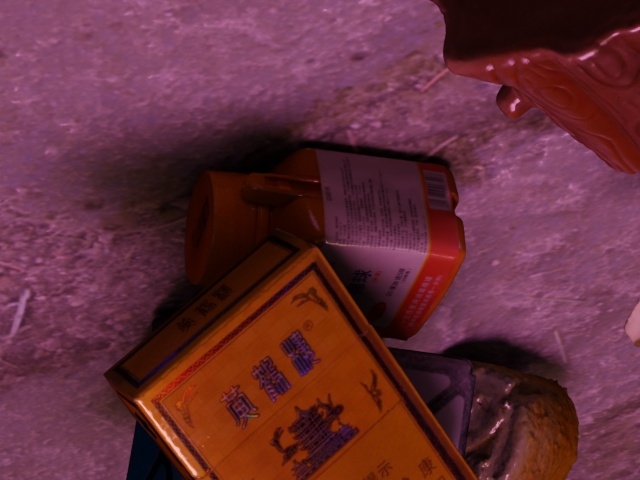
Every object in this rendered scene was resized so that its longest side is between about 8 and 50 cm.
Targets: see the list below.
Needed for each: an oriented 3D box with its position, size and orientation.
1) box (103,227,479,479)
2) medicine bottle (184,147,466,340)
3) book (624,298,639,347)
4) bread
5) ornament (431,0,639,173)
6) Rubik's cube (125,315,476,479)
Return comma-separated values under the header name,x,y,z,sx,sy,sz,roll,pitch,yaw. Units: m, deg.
name,x,y,z,sx,sy,sz,roll,pitch,yaw
box,-0.013,0.166,1.527,0.193,0.084,0.301,-41,115,-14
medicine bottle,0.000,0.001,1.615,0.222,0.112,0.149,6,142,-17
book,0.370,-0.073,1.490,0.035,0.239,0.352,39,145,12
bread,0.138,0.228,1.913,0.257,0.186,0.124,-22,147,37
ornament,0.223,-0.166,1.326,0.221,0.235,0.217,27,174,39
Rubik's cube,-0.030,0.213,1.725,0.255,0.260,0.259,9,174,-20
